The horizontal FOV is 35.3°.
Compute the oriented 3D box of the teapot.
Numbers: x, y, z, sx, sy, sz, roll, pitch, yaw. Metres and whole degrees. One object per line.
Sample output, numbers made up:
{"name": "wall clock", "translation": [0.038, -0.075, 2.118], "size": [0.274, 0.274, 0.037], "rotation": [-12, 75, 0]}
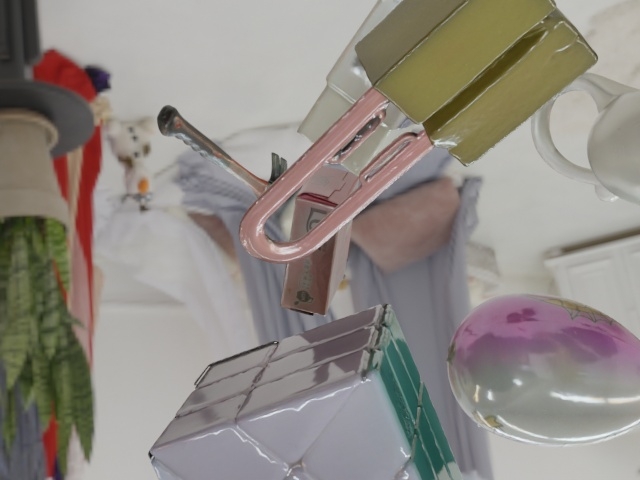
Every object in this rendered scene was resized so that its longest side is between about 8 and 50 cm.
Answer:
{"name": "teapot", "translation": [0.322, -0.106, 0.886], "size": [0.299, 0.166, 0.208], "rotation": [2, -157, 36]}

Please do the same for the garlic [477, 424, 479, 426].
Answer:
{"name": "garlic", "translation": [0.356, 0.247, 1.628], "size": [0.266, 0.149, 0.128], "rotation": [19, 166, -41]}

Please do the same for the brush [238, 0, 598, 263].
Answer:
{"name": "brush", "translation": [0.041, -0.066, 0.592], "size": [0.233, 0.047, 0.103], "rotation": [-40, 135, 18]}

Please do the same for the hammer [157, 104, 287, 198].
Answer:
{"name": "hammer", "translation": [-0.138, -0.113, 1.438], "size": [0.033, 0.111, 0.287], "rotation": [30, 178, 36]}

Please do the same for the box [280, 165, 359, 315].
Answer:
{"name": "box", "translation": [0.000, 0.000, 1.169], "size": [0.060, 0.156, 0.111], "rotation": [11, -155, 8]}

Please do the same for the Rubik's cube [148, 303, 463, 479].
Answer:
{"name": "Rubik's cube", "translation": [0.000, 0.222, 0.970], "size": [0.221, 0.231, 0.224], "rotation": [-21, -173, 12]}

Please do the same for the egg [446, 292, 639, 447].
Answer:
{"name": "egg", "translation": [0.293, 0.168, 1.272], "size": [0.271, 0.196, 0.196], "rotation": [22, 150, -17]}

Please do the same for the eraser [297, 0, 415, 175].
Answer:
{"name": "eraser", "translation": [0.098, -0.190, 0.858], "size": [0.279, 0.081, 0.124], "rotation": [-55, 173, 22]}
